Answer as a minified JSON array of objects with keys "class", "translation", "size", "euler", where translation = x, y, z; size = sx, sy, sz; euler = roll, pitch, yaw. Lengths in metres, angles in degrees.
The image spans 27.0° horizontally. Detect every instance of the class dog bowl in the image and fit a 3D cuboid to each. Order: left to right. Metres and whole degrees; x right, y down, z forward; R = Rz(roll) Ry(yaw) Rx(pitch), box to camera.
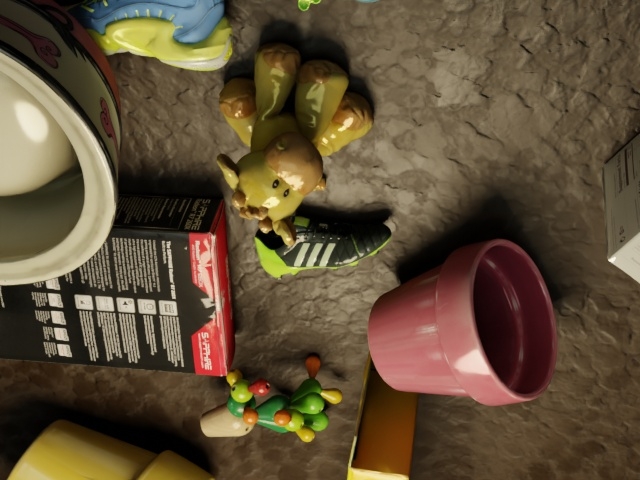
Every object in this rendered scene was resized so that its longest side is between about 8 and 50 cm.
[{"class":"dog bowl","translation":[-0.407,-0.137,1.509],"size":[0.408,0.150,0.408],"euler":[7,138,7]}]

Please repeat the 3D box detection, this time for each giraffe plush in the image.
[{"class":"giraffe plush","translation":[-0.049,-0.098,1.543],"size":[0.181,0.170,0.210],"euler":[23,125,-6]}]

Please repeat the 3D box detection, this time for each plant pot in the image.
[{"class":"plant pot","translation":[-0.315,0.383,1.891],"size":[0.239,0.254,0.254],"euler":[31,125,9]},{"class":"plant pot","translation":[0.167,0.111,1.647],"size":[0.180,0.201,0.201],"euler":[-14,121,37]}]

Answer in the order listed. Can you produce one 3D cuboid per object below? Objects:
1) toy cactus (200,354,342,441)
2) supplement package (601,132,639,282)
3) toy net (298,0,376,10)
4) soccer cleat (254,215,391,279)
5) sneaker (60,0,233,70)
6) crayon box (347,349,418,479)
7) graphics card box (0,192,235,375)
[{"class":"toy cactus","translation":[-0.080,0.219,1.780],"size":[0.180,0.219,0.112],"euler":[-16,75,25]},{"class":"supplement package","translation":[0.461,-0.002,1.495],"size":[0.262,0.204,0.145],"euler":[36,121,-15]},{"class":"toy net","translation":[0.017,-0.362,1.433],"size":[0.122,0.045,0.232],"euler":[2,123,11]},{"class":"soccer cleat","translation":[0.000,0.000,1.671],"size":[0.179,0.060,0.072],"euler":[-13,119,21]},{"class":"sneaker","translation":[-0.212,-0.272,1.522],"size":[0.240,0.091,0.126],"euler":[9,107,5]},{"class":"crayon box","translation":[0.076,0.321,1.787],"size":[0.081,0.202,0.319],"euler":[8,125,4]},{"class":"graphics card box","translation":[-0.301,0.052,1.739],"size":[0.371,0.094,0.233],"euler":[2,125,7]}]
